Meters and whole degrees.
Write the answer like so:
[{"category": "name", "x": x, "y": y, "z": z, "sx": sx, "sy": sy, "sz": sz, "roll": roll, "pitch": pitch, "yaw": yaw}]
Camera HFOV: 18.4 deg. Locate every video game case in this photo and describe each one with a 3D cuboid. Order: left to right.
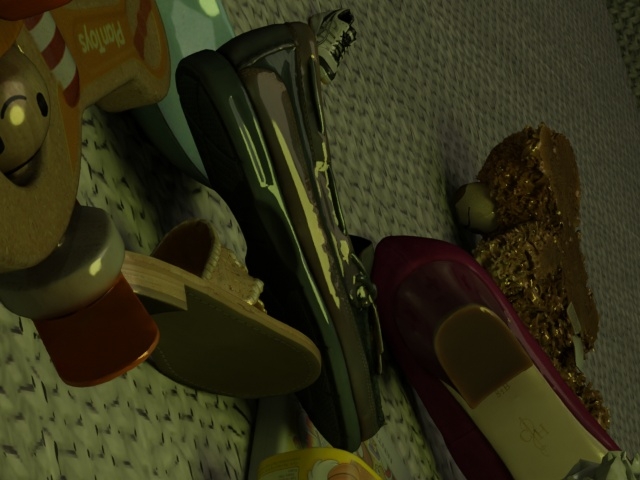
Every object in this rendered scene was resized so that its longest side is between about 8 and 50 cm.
[{"category": "video game case", "x": 0.014, "y": 0.172, "z": 1.277, "sx": 0.227, "sy": 0.026, "sz": 0.206, "roll": -83, "pitch": 149, "yaw": -55}]

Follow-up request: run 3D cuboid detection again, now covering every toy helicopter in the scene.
[{"category": "toy helicopter", "x": -0.126, "y": -0.067, "z": 0.916, "sx": 0.355, "sy": 0.140, "sz": 0.235, "roll": -46, "pitch": 118, "yaw": -74}]

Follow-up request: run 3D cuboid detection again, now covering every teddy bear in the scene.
[{"category": "teddy bear", "x": 0.192, "y": 0.064, "z": 1.850, "sx": 0.245, "sy": 0.113, "sz": 0.338, "roll": -20, "pitch": 98, "yaw": -66}]

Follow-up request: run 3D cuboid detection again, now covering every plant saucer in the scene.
[{"category": "plant saucer", "x": -0.095, "y": -0.113, "z": 1.221, "sx": 0.195, "sy": 0.037, "sz": 0.195, "roll": -18, "pitch": 90, "yaw": -74}]

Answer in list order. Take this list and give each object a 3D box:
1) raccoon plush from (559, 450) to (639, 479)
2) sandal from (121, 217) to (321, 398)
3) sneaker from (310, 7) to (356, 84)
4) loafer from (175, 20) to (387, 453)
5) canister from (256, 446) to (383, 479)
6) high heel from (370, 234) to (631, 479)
[{"category": "raccoon plush", "x": 0.234, "y": 0.385, "z": 1.369, "sx": 0.216, "sy": 0.299, "sz": 0.446, "roll": -11, "pitch": 70, "yaw": -51}, {"category": "sandal", "x": -0.071, "y": 0.021, "z": 1.069, "sx": 0.240, "sy": 0.088, "sz": 0.079, "roll": 30, "pitch": 50, "yaw": -58}, {"category": "sneaker", "x": 0.011, "y": -0.162, "z": 1.604, "sx": 0.083, "sy": 0.037, "sz": 0.032, "roll": -89, "pitch": 156, "yaw": -45}, {"category": "loafer", "x": 0.000, "y": 0.000, "z": 1.160, "sx": 0.096, "sy": 0.084, "sz": 0.267, "roll": 28, "pitch": -38, "yaw": 59}, {"category": "canister", "x": 0.006, "y": 0.214, "z": 1.084, "sx": 0.126, "sy": 0.073, "sz": 0.170, "roll": 49, "pitch": 35, "yaw": -46}, {"category": "high heel", "x": 0.161, "y": 0.156, "z": 1.568, "sx": 0.377, "sy": 0.127, "sz": 0.181, "roll": 64, "pitch": -5, "yaw": -26}]
